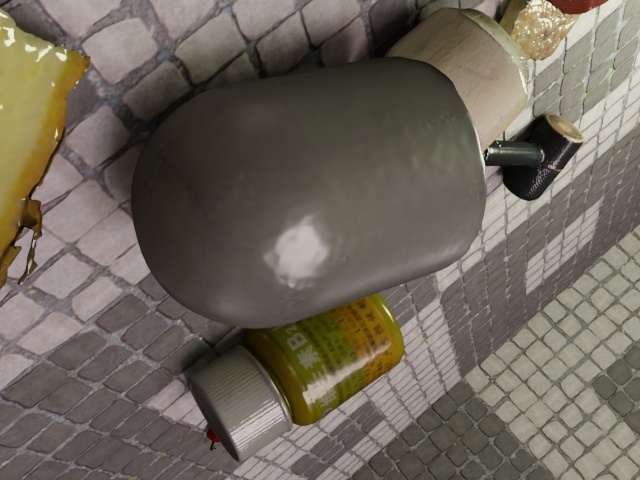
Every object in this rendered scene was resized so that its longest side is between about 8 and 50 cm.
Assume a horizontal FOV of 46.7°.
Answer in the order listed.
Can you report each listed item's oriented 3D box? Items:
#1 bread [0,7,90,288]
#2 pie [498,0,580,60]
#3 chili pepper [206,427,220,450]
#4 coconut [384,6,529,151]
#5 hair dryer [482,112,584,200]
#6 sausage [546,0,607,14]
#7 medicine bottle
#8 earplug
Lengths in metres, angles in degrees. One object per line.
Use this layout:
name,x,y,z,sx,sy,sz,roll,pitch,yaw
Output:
bread,-0.344,-0.023,0.627,0.315,0.279,0.248,-35,148,13
pie,0.390,-0.395,1.280,0.218,0.052,0.185,-4,136,-48
chili pepper,-0.205,0.392,1.641,0.059,0.050,0.268,2,131,-33
coconut,0.180,-0.218,1.098,0.234,0.224,0.224,-42,153,2
hair dryer,0.400,-0.174,1.593,0.352,0.107,0.189,-5,137,-39
sausage,0.367,-0.439,1.077,0.152,0.152,0.280,-47,152,8
medicine bottle,-0.047,0.242,1.441,0.384,0.224,0.224,-31,151,-21
earplug,-0.030,-0.059,0.931,0.394,0.312,0.312,-17,144,-37
